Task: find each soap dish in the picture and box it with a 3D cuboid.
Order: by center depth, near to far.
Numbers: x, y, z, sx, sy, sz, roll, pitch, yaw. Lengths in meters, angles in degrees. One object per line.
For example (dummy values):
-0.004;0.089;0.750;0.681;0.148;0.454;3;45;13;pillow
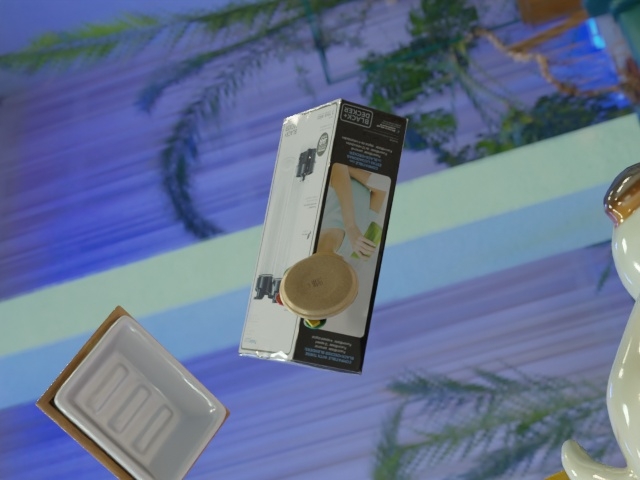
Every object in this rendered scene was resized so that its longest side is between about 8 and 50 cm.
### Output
-0.329;0.294;2.023;0.291;0.118;0.229;47;-122;-17;soap dish

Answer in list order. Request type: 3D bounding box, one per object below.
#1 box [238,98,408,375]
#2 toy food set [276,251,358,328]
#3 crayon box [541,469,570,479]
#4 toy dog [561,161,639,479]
0.000;0.000;1.307;0.169;0.087;0.289;-8;69;66;box
-0.003;0.048;1.168;0.083;0.083;0.020;47;161;35;toy food set
0.273;0.436;1.502;0.202;0.319;0.081;66;-174;34;crayon box
0.428;0.077;1.191;0.285;0.395;0.408;34;-146;-19;toy dog
